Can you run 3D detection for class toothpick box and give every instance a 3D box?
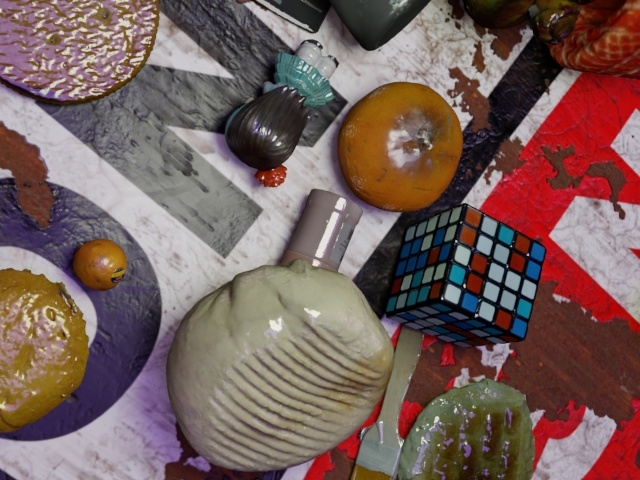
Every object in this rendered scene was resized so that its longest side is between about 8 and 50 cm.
[{"bbox_3d":[0.000,0.000,1.444,0.098,0.098,0.148,26,81,-19],"label":"toothpick box"}]

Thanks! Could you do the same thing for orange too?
[{"bbox_3d":[0.139,-0.157,1.458,0.224,0.170,0.223,0,90,-19],"label":"orange"},{"bbox_3d":[-0.339,0.036,1.326,0.084,0.083,0.083,0,90,-21],"label":"orange"}]

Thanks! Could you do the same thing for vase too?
[{"bbox_3d":[0.036,-0.481,1.405,0.173,0.173,0.321,-42,90,-16],"label":"vase"}]

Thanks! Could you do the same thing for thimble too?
[{"bbox_3d":[0.575,-0.457,1.535,0.231,0.350,0.349,7,88,-21],"label":"thimble"}]

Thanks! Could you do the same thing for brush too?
[{"bbox_3d":[0.126,0.296,1.523,0.086,0.020,0.336,16,82,15],"label":"brush"}]

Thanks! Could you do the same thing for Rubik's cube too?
[{"bbox_3d":[0.247,0.068,1.478,0.187,0.182,0.184,23,69,-21],"label":"Rubik's cube"}]

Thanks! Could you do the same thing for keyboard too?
[{"bbox_3d":[-0.056,-0.430,1.459,0.381,0.041,0.103,27,81,-12],"label":"keyboard"}]

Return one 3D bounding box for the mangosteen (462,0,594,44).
[{"bbox_3d":[0.330,-0.555,1.427,0.381,0.381,0.421,-40,114,-16],"label":"mangosteen"}]

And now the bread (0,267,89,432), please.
[{"bbox_3d":[-0.457,0.156,1.249,0.240,0.139,0.239,0,90,-21],"label":"bread"}]

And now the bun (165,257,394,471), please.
[{"bbox_3d":[-0.070,0.184,1.348,0.365,0.219,0.365,-10,128,-12],"label":"bun"}]

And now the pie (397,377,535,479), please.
[{"bbox_3d":[0.274,0.402,1.567,0.307,0.071,0.306,-1,92,-20],"label":"pie"}]

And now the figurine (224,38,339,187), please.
[{"bbox_3d":[-0.055,-0.215,1.421,0.138,0.110,0.245,41,69,-19],"label":"figurine"}]

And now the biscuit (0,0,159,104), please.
[{"bbox_3d":[-0.396,-0.358,1.324,0.306,0.038,0.305,-1,92,-22],"label":"biscuit"}]
